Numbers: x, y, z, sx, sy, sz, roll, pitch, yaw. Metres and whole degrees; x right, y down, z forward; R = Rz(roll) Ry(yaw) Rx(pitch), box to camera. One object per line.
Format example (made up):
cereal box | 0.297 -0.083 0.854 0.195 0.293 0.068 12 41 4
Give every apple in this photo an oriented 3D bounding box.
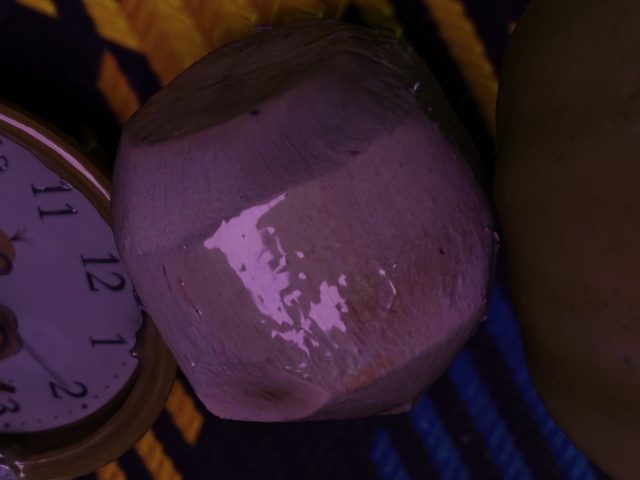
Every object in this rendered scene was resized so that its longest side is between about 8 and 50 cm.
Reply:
apple | 0.198 -0.005 0.729 0.279 0.279 0.279 8 121 13

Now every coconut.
coconut | -0.001 -0.001 0.829 0.161 0.161 0.162 -14 116 24

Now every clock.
clock | -0.172 0.015 0.952 0.237 0.057 0.237 8 124 12
